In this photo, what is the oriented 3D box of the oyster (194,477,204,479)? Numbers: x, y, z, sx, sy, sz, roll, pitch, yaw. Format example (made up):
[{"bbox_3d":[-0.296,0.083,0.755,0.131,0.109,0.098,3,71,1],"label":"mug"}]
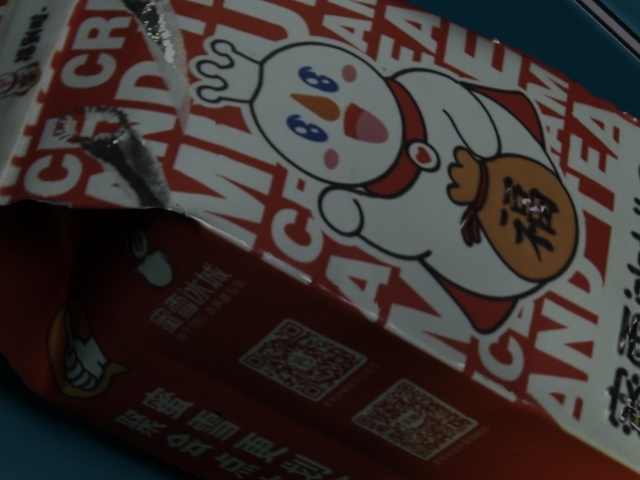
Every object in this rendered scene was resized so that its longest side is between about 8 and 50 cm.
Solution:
[{"bbox_3d":[-0.034,0.130,0.674,0.054,0.019,0.083,24,52,-19],"label":"oyster"}]

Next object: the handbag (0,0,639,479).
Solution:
[{"bbox_3d":[0.000,0.000,0.684,0.298,0.151,0.171,29,50,-17],"label":"handbag"}]
